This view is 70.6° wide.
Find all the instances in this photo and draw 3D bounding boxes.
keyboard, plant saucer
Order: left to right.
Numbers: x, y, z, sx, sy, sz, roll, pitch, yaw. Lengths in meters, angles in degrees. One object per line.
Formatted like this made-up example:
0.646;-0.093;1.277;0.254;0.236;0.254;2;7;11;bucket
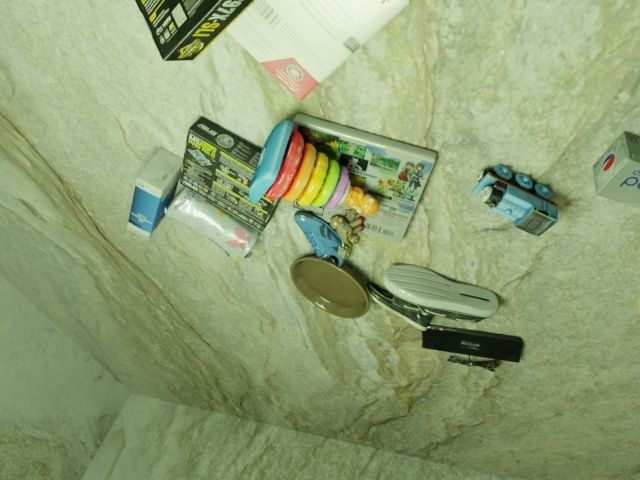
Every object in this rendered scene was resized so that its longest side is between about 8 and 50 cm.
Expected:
0.032;0.142;1.421;0.278;0.041;0.277;22;143;18;plant saucer
0.499;0.360;1.512;0.318;0.033;0.201;6;132;19;keyboard

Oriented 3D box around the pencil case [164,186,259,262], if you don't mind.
-0.314;-0.050;1.331;0.273;0.113;0.124;36;116;-17;pencil case

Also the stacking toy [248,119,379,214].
0.005;-0.130;1.033;0.302;0.165;0.175;21;158;-16;stacking toy

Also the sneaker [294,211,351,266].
0.000;0.000;1.249;0.209;0.082;0.069;38;161;-31;sneaker

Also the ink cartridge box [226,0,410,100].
-0.006;-0.412;0.774;0.207;0.117;0.283;40;137;-21;ink cartridge box

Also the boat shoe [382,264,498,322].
0.331;0.172;1.294;0.336;0.121;0.119;18;137;1;boat shoe

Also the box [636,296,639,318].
0.915;0.160;1.027;0.214;0.117;0.243;22;141;-1;box

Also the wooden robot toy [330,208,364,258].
0.061;-0.036;1.183;0.079;0.076;0.173;43;153;32;wooden robot toy

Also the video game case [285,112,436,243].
0.080;-0.140;1.116;0.329;0.036;0.299;18;141;5;video game case

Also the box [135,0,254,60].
-0.202;-0.481;0.717;0.322;0.079;0.257;-20;95;42;box

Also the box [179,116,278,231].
-0.227;-0.163;1.181;0.270;0.060;0.216;30;141;-2;box

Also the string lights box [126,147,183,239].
-0.475;-0.127;1.298;0.077;0.133;0.259;29;140;-10;string lights box

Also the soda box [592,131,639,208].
0.680;-0.100;0.851;0.287;0.091;0.098;19;141;2;soda box

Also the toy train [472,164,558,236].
0.418;-0.088;0.969;0.184;0.105;0.080;25;141;-5;toy train

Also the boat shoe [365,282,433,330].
0.246;0.190;1.408;0.233;0.084;0.079;30;102;-1;boat shoe
